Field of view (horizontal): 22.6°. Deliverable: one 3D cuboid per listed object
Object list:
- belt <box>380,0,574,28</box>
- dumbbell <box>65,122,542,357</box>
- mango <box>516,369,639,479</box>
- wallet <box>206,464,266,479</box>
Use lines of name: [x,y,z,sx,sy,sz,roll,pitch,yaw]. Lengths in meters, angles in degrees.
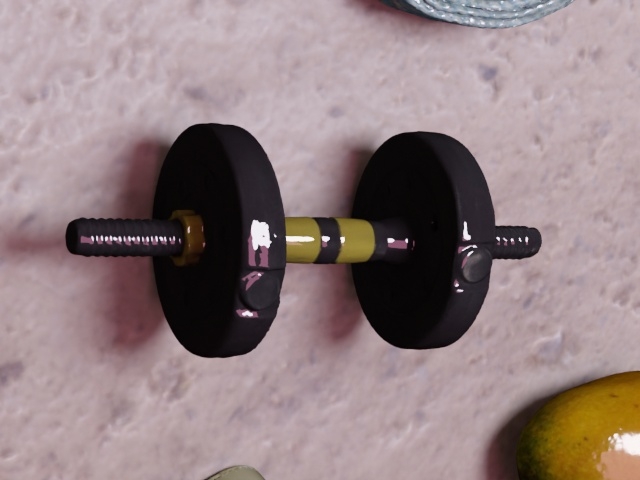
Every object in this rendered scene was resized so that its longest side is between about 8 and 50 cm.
belt: [0.102,-0.207,1.042,0.163,0.082,0.148,-26,116,-19]
dumbbell: [0.000,0.000,0.999,0.325,0.143,0.143,0,101,-28]
mango: [0.248,0.172,1.182,0.221,0.120,0.151,34,86,-22]
wallet: [-0.051,0.207,1.013,0.110,0.155,0.039,-30,121,-18]
